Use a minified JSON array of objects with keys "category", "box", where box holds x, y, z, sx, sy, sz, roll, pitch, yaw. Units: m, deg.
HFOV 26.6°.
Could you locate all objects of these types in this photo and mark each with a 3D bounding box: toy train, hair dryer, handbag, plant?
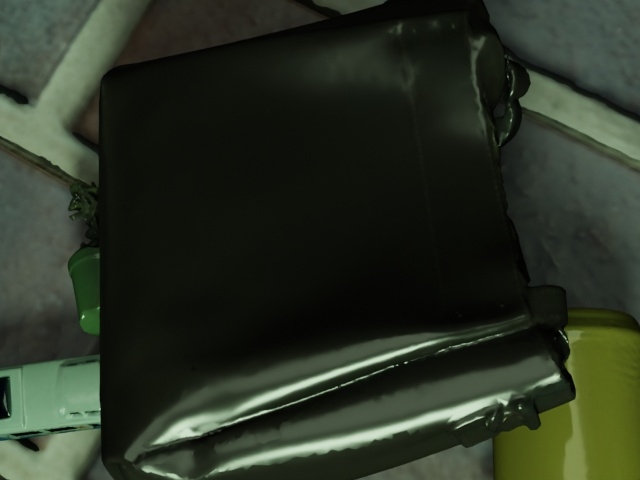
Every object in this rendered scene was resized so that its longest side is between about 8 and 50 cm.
[{"category":"toy train","box":[-0.173,0.097,0.823,0.207,0.047,0.043,-8,75,9]},{"category":"hair dryer","box":[0.233,0.108,0.735,0.278,0.090,0.135,-1,73,4]},{"category":"handbag","box":[0.000,0.000,0.740,0.257,0.113,0.285,-17,54,15]},{"category":"plant","box":[-0.133,0.007,0.839,0.051,0.051,0.102,-15,60,6]}]
